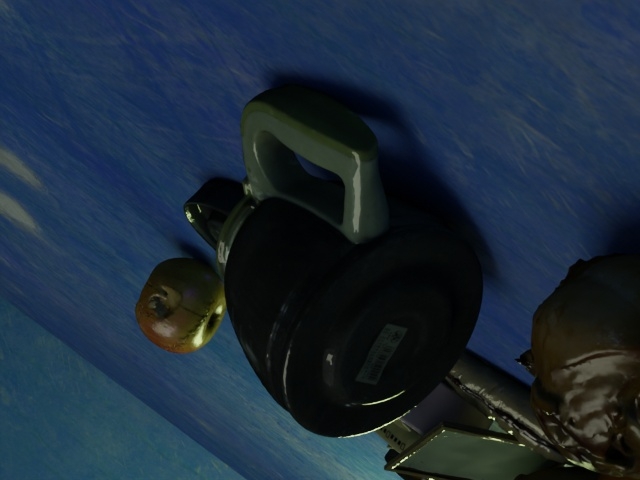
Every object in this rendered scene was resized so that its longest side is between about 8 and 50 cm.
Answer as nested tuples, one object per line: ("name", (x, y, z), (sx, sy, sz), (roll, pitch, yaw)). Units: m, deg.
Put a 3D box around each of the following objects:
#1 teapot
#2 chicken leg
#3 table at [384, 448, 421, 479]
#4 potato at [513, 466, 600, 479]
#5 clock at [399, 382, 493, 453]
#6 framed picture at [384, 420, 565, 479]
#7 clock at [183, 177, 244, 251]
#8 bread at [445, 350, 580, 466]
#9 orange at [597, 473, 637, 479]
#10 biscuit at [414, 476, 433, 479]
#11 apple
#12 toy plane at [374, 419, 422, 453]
("teapot", (-0.013, 0.021, 1.449), (0.239, 0.239, 0.321), (40, 175, 40))
("chicken leg", (0.291, 0.130, 1.287), (0.295, 0.182, 0.409), (22, 172, -4))
("table", (0.166, 0.364, 2.336), (0.133, 0.043, 0.133), (34, 164, 11))
("potato", (0.296, 0.373, 1.756), (0.237, 0.301, 0.288), (39, 141, 41))
("clock", (0.119, 0.199, 1.870), (0.197, 0.068, 0.197), (34, 176, 3))
("framed picture", (0.198, 0.269, 1.812), (0.201, 0.010, 0.136), (15, 144, -25))
("clock", (-0.068, 0.008, 1.840), (0.226, 0.049, 0.226), (32, 164, 11))
("bread", (0.232, 0.203, 1.747), (0.214, 0.053, 0.073), (35, 161, 14))
("orange", (0.377, 0.267, 1.402), (0.240, 0.171, 0.240), (27, 172, 4))
("biscuit", (0.205, 0.318, 1.964), (0.205, 0.031, 0.138), (16, 157, -26))
("apple", (-0.211, 0.094, 2.197), (0.146, 0.146, 0.146), (33, 163, 11))
("toy plane", (0.103, 0.245, 2.058), (0.244, 0.092, 0.229), (23, 156, 38))
